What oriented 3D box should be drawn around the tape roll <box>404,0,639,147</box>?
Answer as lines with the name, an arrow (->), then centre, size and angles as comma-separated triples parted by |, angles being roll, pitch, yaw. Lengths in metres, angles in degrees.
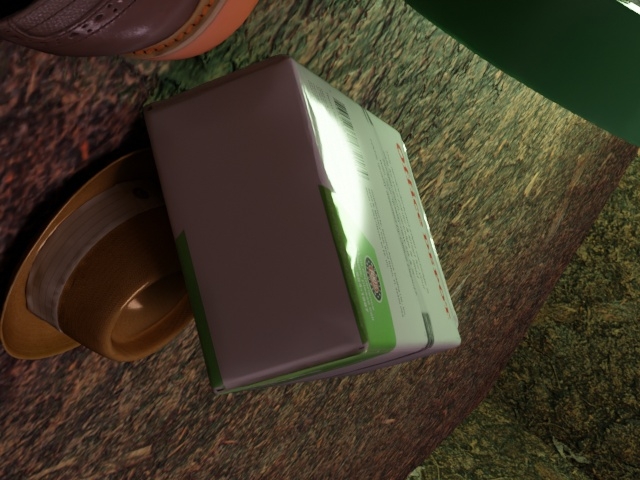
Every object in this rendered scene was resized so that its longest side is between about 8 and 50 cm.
tape roll -> 0.198, -0.164, 0.816 | 0.321, 0.321, 0.077 | -18, 141, -60

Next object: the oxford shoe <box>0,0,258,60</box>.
oxford shoe -> -0.038, -0.230, 0.393 | 0.132, 0.130, 0.364 | -24, 139, -61

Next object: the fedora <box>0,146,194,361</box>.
fedora -> -0.131, 0.026, 0.755 | 0.194, 0.079, 0.194 | -46, 161, -21

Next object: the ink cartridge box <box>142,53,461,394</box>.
ink cartridge box -> 0.000, 0.000, 0.799 | 0.114, 0.198, 0.273 | -18, 169, 17
